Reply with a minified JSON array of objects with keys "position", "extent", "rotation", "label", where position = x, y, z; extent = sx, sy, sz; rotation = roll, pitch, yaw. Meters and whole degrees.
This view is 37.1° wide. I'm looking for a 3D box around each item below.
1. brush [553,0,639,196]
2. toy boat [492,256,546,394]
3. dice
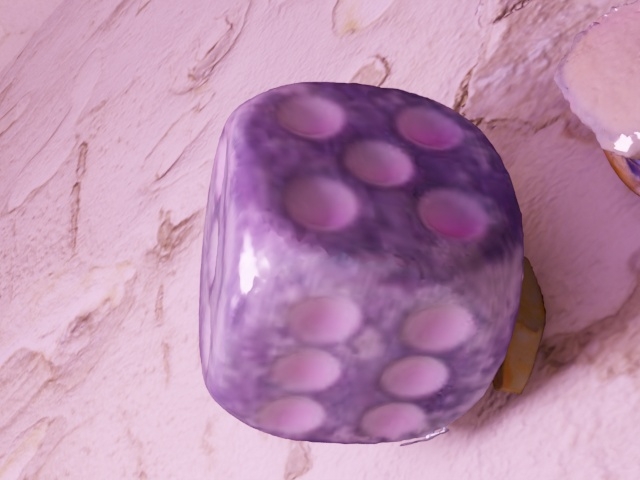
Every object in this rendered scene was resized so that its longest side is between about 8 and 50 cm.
[{"position":[0.309,-0.155,0.891],"extent":[0.174,0.166,0.266],"rotation":[-46,38,19],"label":"brush"},{"position":[0.187,0.071,0.968],"extent":[0.066,0.065,0.172],"rotation":[128,148,-48],"label":"toy boat"},{"position":[0.026,0.023,0.940],"extent":[0.271,0.270,0.270],"rotation":[-97,17,-44],"label":"dice"}]
